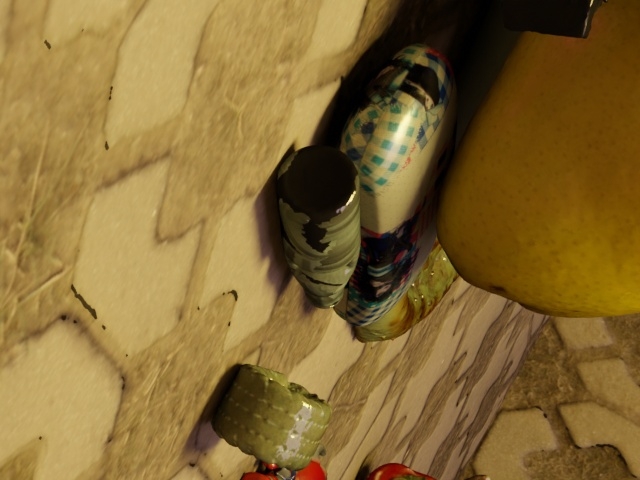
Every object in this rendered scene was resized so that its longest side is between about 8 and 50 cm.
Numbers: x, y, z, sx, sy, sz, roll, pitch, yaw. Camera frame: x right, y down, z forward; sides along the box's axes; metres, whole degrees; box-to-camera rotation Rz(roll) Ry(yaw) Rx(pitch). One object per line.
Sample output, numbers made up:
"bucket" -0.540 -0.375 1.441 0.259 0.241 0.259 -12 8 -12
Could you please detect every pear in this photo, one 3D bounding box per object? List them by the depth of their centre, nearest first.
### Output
"pear" 0.249 -0.080 1.329 0.285 0.336 0.284 -9 90 -80

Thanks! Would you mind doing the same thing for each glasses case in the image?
"glasses case" 0.055 -0.036 1.378 0.125 0.076 0.327 -55 166 -23

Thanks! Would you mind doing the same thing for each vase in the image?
"vase" 0.000 0.000 1.282 0.060 0.060 0.211 -57 167 -20

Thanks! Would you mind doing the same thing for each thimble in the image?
"thimble" -0.036 0.140 1.369 0.062 0.084 0.110 -62 165 0

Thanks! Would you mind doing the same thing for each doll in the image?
"doll" -0.033 0.246 1.661 0.195 0.062 0.104 19 67 -71

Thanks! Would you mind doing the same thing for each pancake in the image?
"pancake" 0.112 0.018 1.760 0.197 0.054 0.376 -67 167 18

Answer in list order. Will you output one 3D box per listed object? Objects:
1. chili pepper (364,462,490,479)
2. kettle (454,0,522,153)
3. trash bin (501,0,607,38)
"chili pepper" 0.096 0.351 2.209 0.135 0.131 0.338 -27 156 -23
"kettle" 0.257 -0.159 1.558 0.265 0.205 0.318 7 113 -33
"trash bin" 0.193 -0.276 1.142 0.301 0.203 0.252 -36 131 -65
